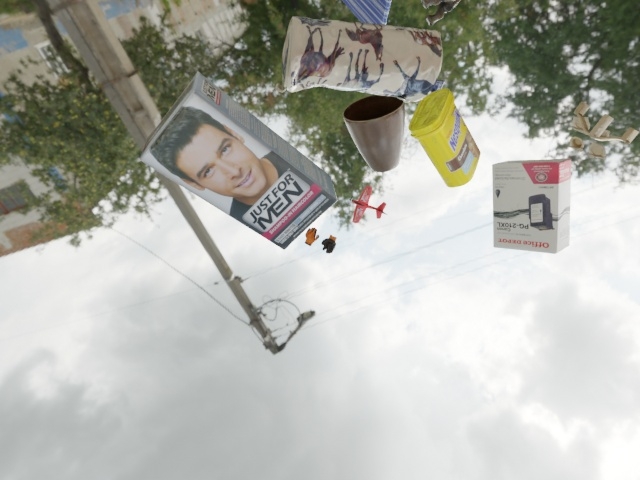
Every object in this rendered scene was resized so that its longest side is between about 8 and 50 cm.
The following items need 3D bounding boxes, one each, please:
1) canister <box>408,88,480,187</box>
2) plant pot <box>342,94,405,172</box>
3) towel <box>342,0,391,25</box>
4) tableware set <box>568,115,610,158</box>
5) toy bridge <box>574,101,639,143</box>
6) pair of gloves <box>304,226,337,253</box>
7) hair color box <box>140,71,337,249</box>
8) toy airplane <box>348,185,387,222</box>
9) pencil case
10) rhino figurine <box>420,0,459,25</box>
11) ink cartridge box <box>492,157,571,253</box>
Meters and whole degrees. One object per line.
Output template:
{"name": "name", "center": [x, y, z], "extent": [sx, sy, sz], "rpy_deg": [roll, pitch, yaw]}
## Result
{"name": "canister", "center": [0.266, -0.211, 0.940], "extent": [0.073, 0.170, 0.126], "rpy_deg": [-6, -133, 45]}
{"name": "plant pot", "center": [0.208, -0.366, 1.585], "extent": [0.215, 0.231, 0.216], "rpy_deg": [-12, -144, 9]}
{"name": "towel", "center": [0.156, -0.820, 1.353], "extent": [0.040, 0.336, 0.243], "rpy_deg": [-26, -113, -17]}
{"name": "tableware set", "center": [0.969, -0.370, 1.617], "extent": [0.020, 0.169, 0.141], "rpy_deg": [-38, -132, -13]}
{"name": "toy bridge", "center": [0.729, -0.295, 1.162], "extent": [0.026, 0.063, 0.188], "rpy_deg": [12, -147, -28]}
{"name": "pair of gloves", "center": [0.000, 0.000, 1.124], "extent": [0.083, 0.010, 0.074], "rpy_deg": [26, -142, -4]}
{"name": "hair color box", "center": [-0.162, -0.154, 0.961], "extent": [0.185, 0.374, 0.114], "rpy_deg": [-42, -147, 22]}
{"name": "toy airplane", "center": [0.176, -0.126, 1.630], "extent": [0.151, 0.151, 0.028], "rpy_deg": [-15, -162, 13]}
{"name": "pencil case", "center": [0.095, -0.433, 1.095], "extent": [0.409, 0.184, 0.160], "rpy_deg": [-1, -158, -14]}
{"name": "rhino figurine", "center": [0.255, -0.644, 1.075], "extent": [0.106, 0.244, 0.073], "rpy_deg": [-28, 166, 8]}
{"name": "ink cartridge box", "center": [0.562, -0.093, 1.197], "extent": [0.100, 0.238, 0.171], "rpy_deg": [-18, -163, -42]}
